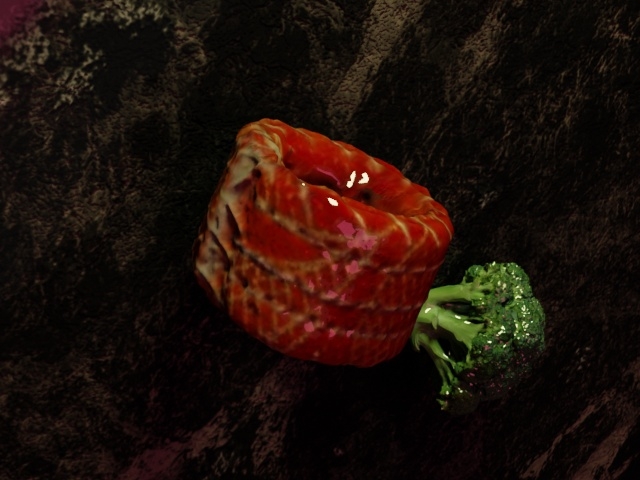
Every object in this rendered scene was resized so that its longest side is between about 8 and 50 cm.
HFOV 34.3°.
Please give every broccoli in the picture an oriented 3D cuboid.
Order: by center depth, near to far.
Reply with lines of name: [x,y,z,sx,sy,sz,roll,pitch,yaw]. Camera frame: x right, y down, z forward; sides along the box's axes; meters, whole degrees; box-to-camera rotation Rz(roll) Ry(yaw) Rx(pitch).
broccoli: [0.239,0.153,1.720,0.270,0.270,0.270,16,106,-4]

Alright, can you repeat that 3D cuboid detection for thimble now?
thimble: [0.000,0.000,1.428,0.350,0.350,0.230,14,110,-35]
